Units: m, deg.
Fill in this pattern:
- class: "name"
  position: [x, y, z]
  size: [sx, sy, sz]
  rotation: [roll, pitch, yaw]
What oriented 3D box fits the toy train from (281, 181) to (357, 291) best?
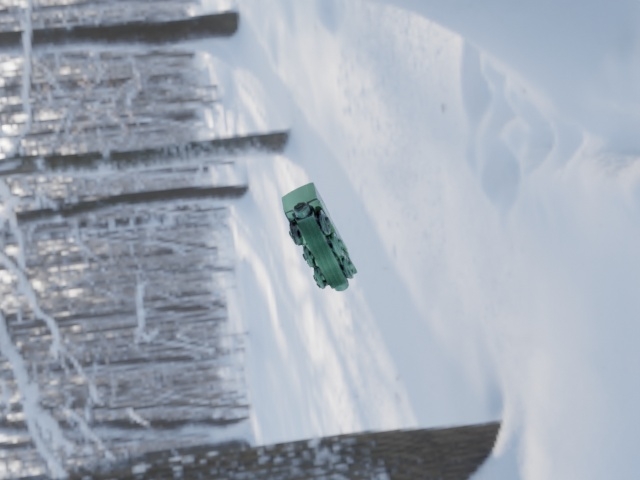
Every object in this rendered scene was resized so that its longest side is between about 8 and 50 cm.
- class: "toy train"
  position: [0.000, 0.000, 0.743]
  size: [0.053, 0.033, 0.083]
  rotation: [-101, -15, -59]
